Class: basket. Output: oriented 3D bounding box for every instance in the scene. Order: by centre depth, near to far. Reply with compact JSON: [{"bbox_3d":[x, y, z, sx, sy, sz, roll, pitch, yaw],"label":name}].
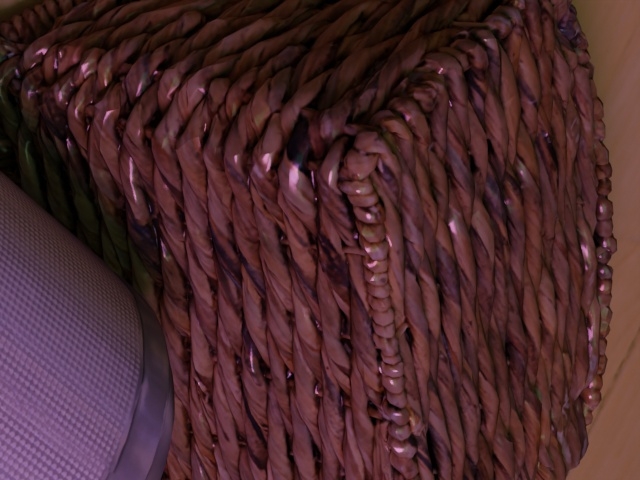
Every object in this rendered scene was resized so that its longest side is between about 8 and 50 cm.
[{"bbox_3d":[0.000,0.000,0.926,0.213,0.223,0.299,-46,138,-39],"label":"basket"}]

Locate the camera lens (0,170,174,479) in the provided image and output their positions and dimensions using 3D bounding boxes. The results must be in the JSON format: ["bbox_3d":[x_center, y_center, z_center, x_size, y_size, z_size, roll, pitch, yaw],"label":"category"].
[{"bbox_3d":[-0.208,0.044,0.755,0.219,0.219,0.274,-43,124,3],"label":"camera lens"}]
